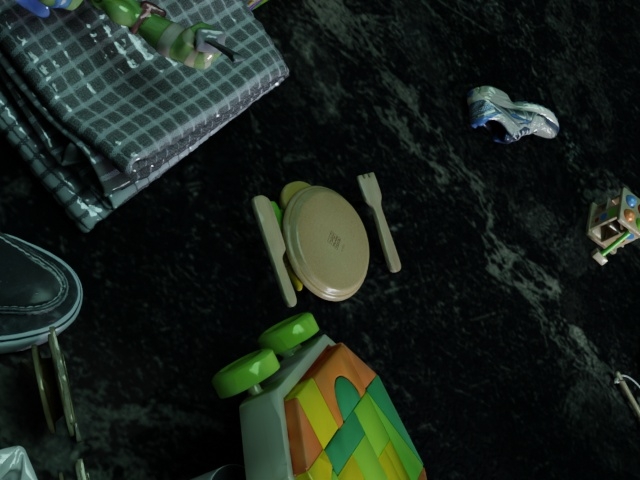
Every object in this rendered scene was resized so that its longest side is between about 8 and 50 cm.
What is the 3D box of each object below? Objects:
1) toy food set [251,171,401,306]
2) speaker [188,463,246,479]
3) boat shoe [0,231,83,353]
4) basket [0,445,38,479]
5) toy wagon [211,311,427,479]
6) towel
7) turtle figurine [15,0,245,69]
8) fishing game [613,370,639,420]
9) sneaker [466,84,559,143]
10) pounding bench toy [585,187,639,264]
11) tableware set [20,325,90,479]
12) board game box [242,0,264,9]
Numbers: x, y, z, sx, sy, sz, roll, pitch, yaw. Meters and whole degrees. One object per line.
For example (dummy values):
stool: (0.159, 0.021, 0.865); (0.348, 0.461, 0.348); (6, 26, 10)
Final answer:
toy food set: (0.000, 0.000, 1.339); (0.192, 0.039, 0.132); (-14, 86, -47)
speaker: (-0.106, 0.227, 1.071); (0.055, 0.136, 0.055); (18, 59, -32)
boat shoe: (-0.317, 0.014, 1.022); (0.301, 0.102, 0.108); (18, 59, -32)
basket: (-0.261, 0.254, 0.956); (0.113, 0.103, 0.167); (-15, 81, -42)
toy wagon: (0.025, 0.194, 1.139); (0.267, 0.068, 0.344); (64, 20, -4)
towel: (-0.185, -0.180, 1.210); (0.235, 0.121, 0.284); (53, 47, -6)
turtle figurine: (-0.101, -0.260, 1.088); (0.197, 0.275, 0.266); (55, 42, -13)
fishing game: (0.482, 0.181, 1.639); (0.264, 0.041, 0.189); (-34, 92, -35)
sneaker: (0.235, -0.142, 1.590); (0.135, 0.052, 0.058); (16, 70, -25)
pounding bench toy: (0.378, -0.013, 1.626); (0.052, 0.065, 0.083); (33, 53, -23)
tableware set: (-0.212, 0.172, 1.039); (0.039, 0.128, 0.194); (-12, 76, -11)
board game box: (-0.042, -0.361, 1.396); (0.144, 0.142, 0.275); (53, 47, -6)
